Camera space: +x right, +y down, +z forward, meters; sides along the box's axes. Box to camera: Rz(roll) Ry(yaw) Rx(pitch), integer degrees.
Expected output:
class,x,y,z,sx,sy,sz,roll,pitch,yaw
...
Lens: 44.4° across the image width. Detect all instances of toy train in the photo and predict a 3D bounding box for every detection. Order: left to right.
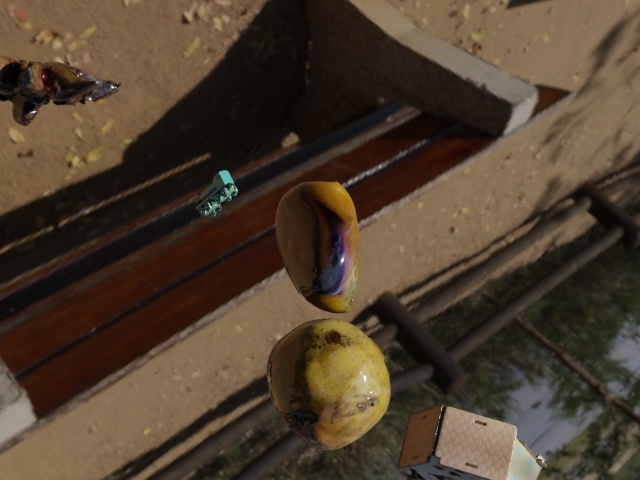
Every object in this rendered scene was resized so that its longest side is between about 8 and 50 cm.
class,x,y,z,sx,sy,sz,roll,pitch,yaw
toy train,-0.168,-0.071,1.237,0.029,0.045,0.092,-14,163,-48

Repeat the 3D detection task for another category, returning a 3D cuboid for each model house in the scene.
class,x,y,z,sx,sy,sz,roll,pitch,yaw
model house,0.303,0.459,1.743,0.244,0.326,0.169,43,57,-40

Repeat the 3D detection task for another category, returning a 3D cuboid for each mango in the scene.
class,x,y,z,sx,sy,sz,roll,pitch,yaw
mango,0.000,0.000,1.553,0.152,0.287,0.201,19,128,-35

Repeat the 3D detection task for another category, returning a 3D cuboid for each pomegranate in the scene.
class,x,y,z,sx,sy,sz,roll,pitch,yaw
pomegranate,0.018,0.297,1.655,0.281,0.281,0.281,-34,152,-21

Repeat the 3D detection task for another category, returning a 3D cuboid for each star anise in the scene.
class,x,y,z,sx,sy,sz,roll,pitch,yaw
star anise,-0.432,-0.219,1.161,0.272,0.272,0.103,-5,105,-53

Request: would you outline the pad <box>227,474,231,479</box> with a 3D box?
class,x,y,z,sx,sy,sz,roll,pitch,yaw
pad,-0.165,0.487,1.163,0.004,0.220,0.330,10,151,-7
